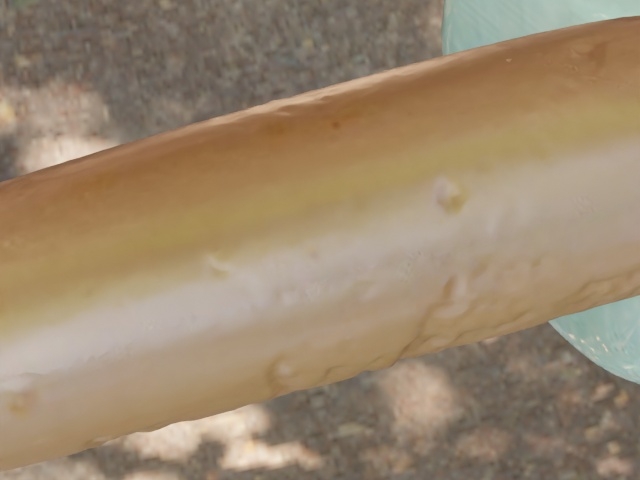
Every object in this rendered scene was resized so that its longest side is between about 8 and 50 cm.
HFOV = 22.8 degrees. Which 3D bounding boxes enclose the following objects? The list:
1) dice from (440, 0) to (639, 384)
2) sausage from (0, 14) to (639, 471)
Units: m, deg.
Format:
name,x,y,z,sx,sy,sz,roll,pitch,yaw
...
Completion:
name,x,y,z,sx,sy,sz,roll,pitch,yaw
dice,0.240,-0.087,0.906,0.268,0.262,0.264,-19,129,-15
sausage,0.001,-0.001,0.461,0.289,0.086,0.086,-16,142,-3
